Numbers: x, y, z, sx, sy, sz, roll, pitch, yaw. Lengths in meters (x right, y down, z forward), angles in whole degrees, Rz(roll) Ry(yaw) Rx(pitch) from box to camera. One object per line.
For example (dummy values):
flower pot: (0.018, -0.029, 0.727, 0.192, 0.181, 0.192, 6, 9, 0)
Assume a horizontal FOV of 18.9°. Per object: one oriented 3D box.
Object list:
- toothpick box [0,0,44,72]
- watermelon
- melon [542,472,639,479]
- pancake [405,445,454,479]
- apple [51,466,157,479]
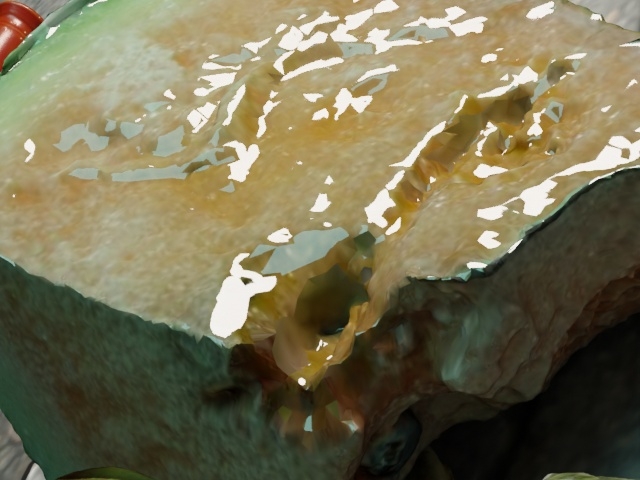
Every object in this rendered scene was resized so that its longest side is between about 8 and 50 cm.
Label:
toothpick box: (-0.224, -0.124, 1.336, 0.047, 0.047, 0.083, -5, 44, 48)
watermelon: (0.000, 0.008, 0.768, 0.264, 0.151, 0.302, -40, 43, -20)
melon: (0.135, 0.125, 0.490, 0.093, 0.202, 0.139, -54, -11, 18)
pancake: (-0.006, 0.125, 0.738, 0.139, 0.022, 0.139, -28, 28, 17)
apple: (-0.076, 0.175, 0.588, 0.188, 0.174, 0.207, 13, 76, 45)
